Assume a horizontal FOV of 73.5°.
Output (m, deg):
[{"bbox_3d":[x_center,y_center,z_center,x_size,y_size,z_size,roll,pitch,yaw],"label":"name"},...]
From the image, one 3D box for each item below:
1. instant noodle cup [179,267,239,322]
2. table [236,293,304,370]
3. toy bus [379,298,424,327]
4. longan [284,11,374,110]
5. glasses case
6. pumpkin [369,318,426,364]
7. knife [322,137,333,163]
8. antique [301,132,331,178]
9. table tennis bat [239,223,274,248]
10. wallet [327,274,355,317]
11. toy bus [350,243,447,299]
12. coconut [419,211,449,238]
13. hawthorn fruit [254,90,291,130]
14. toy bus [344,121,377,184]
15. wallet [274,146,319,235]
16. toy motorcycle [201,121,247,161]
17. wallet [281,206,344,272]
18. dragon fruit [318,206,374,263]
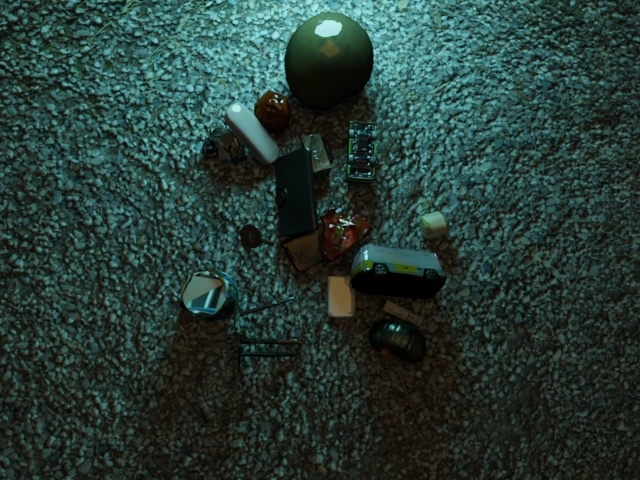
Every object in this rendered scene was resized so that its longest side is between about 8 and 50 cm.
[{"bbox_3d":[-0.458,0.225,1.756,0.240,0.178,0.241,1,82,-4],"label":"instant noodle cup"},{"bbox_3d":[-0.203,0.376,1.696,0.248,0.317,0.318,-2,82,-11],"label":"table"},{"bbox_3d":[0.352,0.313,1.839,0.190,0.075,0.064,25,81,2],"label":"toy bus"},{"bbox_3d":[0.035,-0.769,1.853,0.404,0.336,0.405,-8,118,-15],"label":"longan"},{"bbox_3d":[-0.292,-0.456,1.848,0.297,0.075,0.113,49,55,-29],"label":"glasses case"},{"bbox_3d":[0.317,0.405,1.750,0.237,0.238,0.159,27,77,1],"label":"pumpkin"},{"bbox_3d":[0.032,-0.409,1.953,0.031,0.018,0.121,-15,84,-12],"label":"knife"},{"bbox_3d":[-0.017,-0.370,1.910,0.088,0.086,0.183,-18,83,-5],"label":"antique"},{"bbox_3d":[-0.255,-0.022,1.889,0.169,0.119,0.108,18,111,20],"label":"table tennis bat"},{"bbox_3d":[0.090,0.241,1.857,0.124,0.032,0.183,-1,84,-3],"label":"wallet"},{"bbox_3d":[0.307,0.126,1.779,0.386,0.171,0.163,7,49,-16],"label":"toy bus"},{"bbox_3d":[0.505,-0.067,1.882,0.122,0.116,0.116,-16,83,-1],"label":"coconut"},{"bbox_3d":[-0.210,-0.572,1.882,0.173,0.179,0.174,-4,59,7],"label":"hawthorn fruit"},{"bbox_3d":[0.177,-0.373,1.890,0.127,0.150,0.262,4,77,-1],"label":"toy bus"},{"bbox_3d":[-0.108,-0.208,1.856,0.197,0.051,0.378,-11,77,30],"label":"wallet"},{"bbox_3d":[-0.384,-0.432,1.894,0.204,0.108,0.239,40,104,8],"label":"toy motorcycle"},{"bbox_3d":[0.000,0.000,1.879,0.317,0.045,0.173,-31,89,-9],"label":"wallet"},{"bbox_3d":[0.080,-0.049,1.807,0.262,0.134,0.211,-43,89,-11],"label":"dragon fruit"}]
